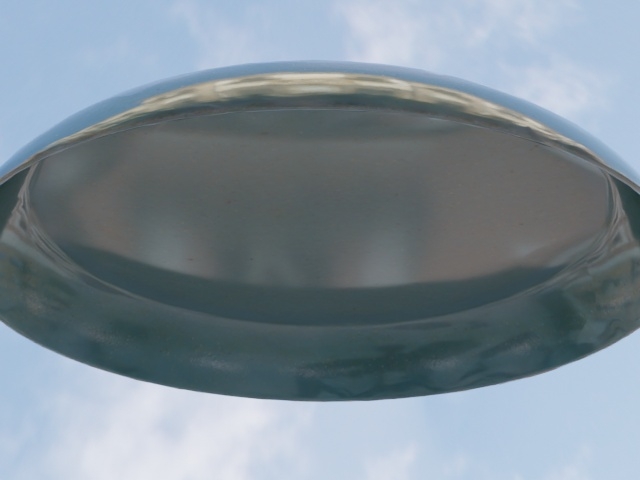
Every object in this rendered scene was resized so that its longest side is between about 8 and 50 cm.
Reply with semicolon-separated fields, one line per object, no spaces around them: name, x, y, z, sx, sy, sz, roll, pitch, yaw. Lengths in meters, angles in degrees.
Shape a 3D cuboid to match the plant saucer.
plant saucer;0.000;0.000;0.839;0.318;0.317;0.043;3;-115;-2
